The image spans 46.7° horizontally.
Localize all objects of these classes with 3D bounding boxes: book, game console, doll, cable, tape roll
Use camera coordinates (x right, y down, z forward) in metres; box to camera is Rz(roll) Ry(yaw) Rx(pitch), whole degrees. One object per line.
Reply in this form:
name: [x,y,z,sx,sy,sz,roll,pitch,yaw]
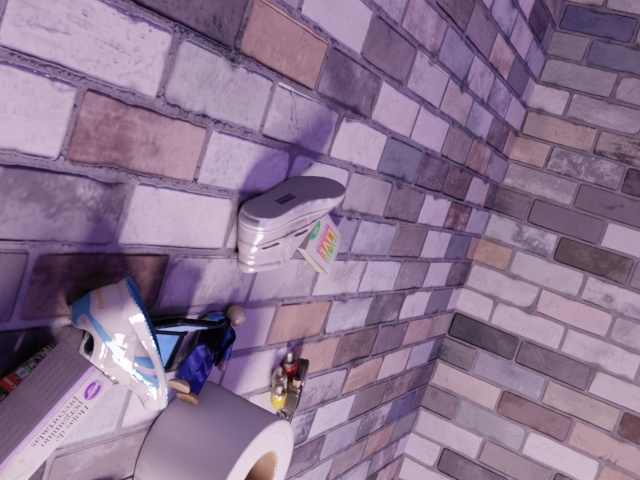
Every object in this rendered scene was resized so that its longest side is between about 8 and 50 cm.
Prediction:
book: [0.000,0.000,1.518,0.096,0.035,0.144,-67,155,-14]
game console: [-0.225,0.160,1.134,0.122,0.107,0.071,21,62,-66]
doll: [-0.184,0.186,1.263,0.189,0.046,0.129,-59,145,-35]
cable: [-0.086,0.359,1.632,0.139,0.072,0.287,-66,175,-49]
tape roll: [-0.179,0.389,1.290,0.246,0.169,0.246,-46,148,-41]

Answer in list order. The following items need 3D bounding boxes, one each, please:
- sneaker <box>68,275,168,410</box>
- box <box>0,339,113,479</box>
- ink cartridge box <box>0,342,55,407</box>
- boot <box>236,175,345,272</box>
sneaker: [-0.267,0.151,1.009,0.092,0.087,0.228,-19,127,-11]
box: [-0.380,0.263,0.850,0.324,0.067,0.063,-51,150,-21]
ink cartridge box: [-0.363,0.186,0.912,0.115,0.029,0.062,-41,145,-34]
boot: [-0.057,-0.029,1.319,0.258,0.095,0.123,-24,137,-46]
